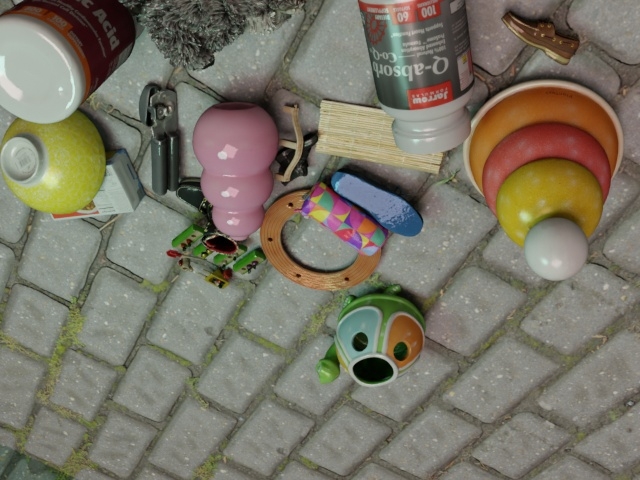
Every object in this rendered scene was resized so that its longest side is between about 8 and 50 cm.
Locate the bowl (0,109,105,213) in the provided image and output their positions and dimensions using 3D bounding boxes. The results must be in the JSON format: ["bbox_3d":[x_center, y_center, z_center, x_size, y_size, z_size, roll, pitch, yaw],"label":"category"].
[{"bbox_3d":[-0.712,-0.205,1.854,0.290,0.156,0.289,2,97,18],"label":"bowl"}]

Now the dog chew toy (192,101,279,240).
[{"bbox_3d":[-0.201,-0.161,1.770,0.207,0.206,0.331,4,111,11],"label":"dog chew toy"}]

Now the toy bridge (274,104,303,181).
[{"bbox_3d":[-0.072,-0.234,1.769,0.063,0.026,0.188,20,109,35],"label":"toy bridge"}]

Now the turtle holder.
[{"bbox_3d":[0.129,0.284,2.038,0.320,0.227,0.243,-2,126,16],"label":"turtle holder"}]

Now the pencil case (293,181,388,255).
[{"bbox_3d":[0.056,-0.053,1.847,0.236,0.104,0.104,32,127,-11],"label":"pencil case"}]

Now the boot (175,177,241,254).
[{"bbox_3d":[-0.289,-0.065,1.912,0.236,0.178,0.085,22,128,-2],"label":"boot"}]

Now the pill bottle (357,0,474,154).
[{"bbox_3d":[0.210,-0.378,1.527,0.210,0.210,0.362,-5,125,17],"label":"pill bottle"}]

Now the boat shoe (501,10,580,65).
[{"bbox_3d":[0.458,-0.433,1.520,0.178,0.064,0.060,26,123,-14],"label":"boat shoe"}]

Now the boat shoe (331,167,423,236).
[{"bbox_3d":[0.152,-0.111,1.828,0.258,0.089,0.109,38,113,-8],"label":"boat shoe"}]

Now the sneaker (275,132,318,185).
[{"bbox_3d":[-0.051,-0.201,1.829,0.170,0.051,0.089,-22,114,38],"label":"sneaker"}]

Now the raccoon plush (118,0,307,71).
[{"bbox_3d":[-0.226,-0.496,1.453,0.299,0.446,0.216,-20,86,25],"label":"raccoon plush"}]

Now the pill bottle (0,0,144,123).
[{"bbox_3d":[-0.529,-0.434,1.558,0.224,0.392,0.224,7,128,9],"label":"pill bottle"}]

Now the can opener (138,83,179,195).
[{"bbox_3d":[-0.411,-0.258,1.867,0.095,0.076,0.283,31,129,33],"label":"can opener"}]

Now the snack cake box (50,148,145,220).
[{"bbox_3d":[-0.633,-0.149,1.995,0.264,0.089,0.152,-5,126,18],"label":"snack cake box"}]

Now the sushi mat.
[{"bbox_3d":[0.148,-0.248,1.764,0.317,0.019,0.151,11,127,7],"label":"sushi mat"}]

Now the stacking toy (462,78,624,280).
[{"bbox_3d":[0.461,-0.089,1.510,0.351,0.480,0.350,7,127,10],"label":"stacking toy"}]

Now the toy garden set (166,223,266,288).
[{"bbox_3d":[-0.308,0.059,2.038,0.244,0.049,0.204,25,140,-33],"label":"toy garden set"}]

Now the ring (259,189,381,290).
[{"bbox_3d":[0.000,0.000,1.983,0.337,0.032,0.336,7,129,10],"label":"ring"}]
